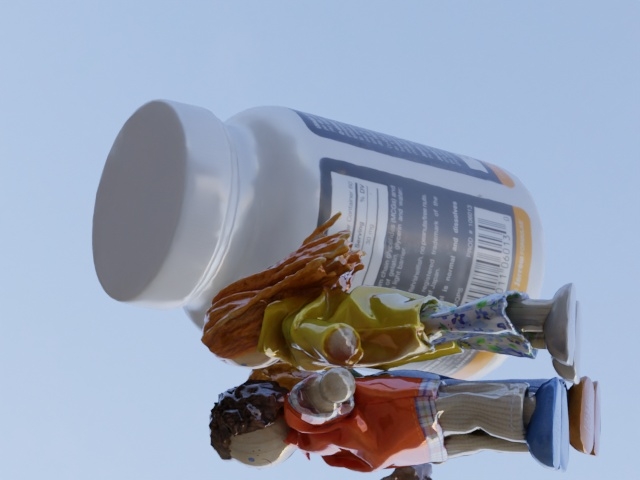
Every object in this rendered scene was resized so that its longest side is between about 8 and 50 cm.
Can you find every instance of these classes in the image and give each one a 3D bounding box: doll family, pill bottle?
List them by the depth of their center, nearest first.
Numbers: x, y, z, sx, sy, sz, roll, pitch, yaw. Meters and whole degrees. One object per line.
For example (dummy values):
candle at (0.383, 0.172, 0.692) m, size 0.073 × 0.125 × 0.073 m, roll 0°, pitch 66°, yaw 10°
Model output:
doll family at (0.036, 0.067, 0.700) m, size 0.163 × 0.118 × 0.263 m, roll -1°, pitch -24°, yaw 16°
pill bottle at (0.000, 0.000, 1.067) m, size 0.162 × 0.278 × 0.162 m, roll -28°, pitch -124°, yaw 52°
